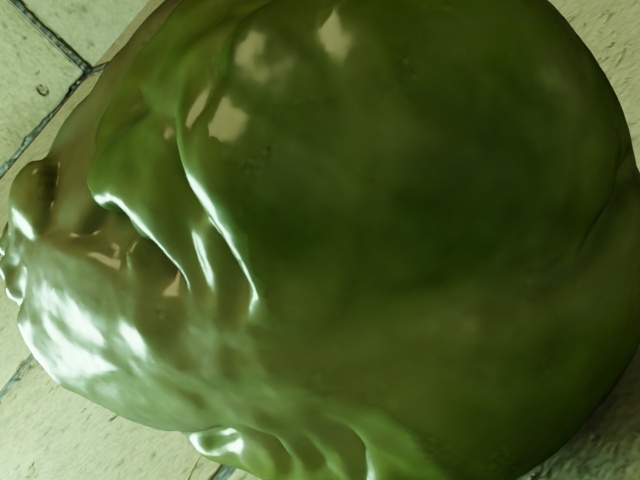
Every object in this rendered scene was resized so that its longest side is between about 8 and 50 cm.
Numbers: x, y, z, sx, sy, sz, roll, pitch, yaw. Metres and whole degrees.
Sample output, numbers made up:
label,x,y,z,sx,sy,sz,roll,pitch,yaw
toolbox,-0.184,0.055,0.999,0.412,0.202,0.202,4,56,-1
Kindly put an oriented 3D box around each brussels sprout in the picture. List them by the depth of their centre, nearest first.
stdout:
label,x,y,z,sx,sy,sz,roll,pitch,yaw
brussels sprout,0.013,0.002,0.769,0.316,0.274,0.242,-35,45,38
